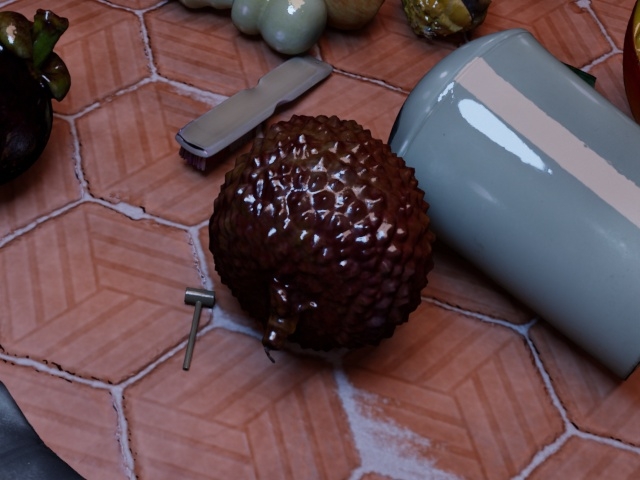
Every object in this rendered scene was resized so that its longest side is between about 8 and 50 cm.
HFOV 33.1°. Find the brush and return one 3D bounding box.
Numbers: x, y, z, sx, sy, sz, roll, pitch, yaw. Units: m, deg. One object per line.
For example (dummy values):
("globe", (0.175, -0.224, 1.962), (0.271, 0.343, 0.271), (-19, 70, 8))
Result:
("brush", (-0.087, -0.184, 1.504), (0.060, 0.050, 0.321), (30, 42, 17))

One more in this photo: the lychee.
("lychee", (0.000, 0.000, 1.217), (0.264, 0.264, 0.300), (19, 58, 4))

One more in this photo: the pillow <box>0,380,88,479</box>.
("pillow", (-0.334, 0.239, 1.038), (0.250, 0.106, 0.186), (39, 60, 23))

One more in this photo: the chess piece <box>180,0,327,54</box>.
("chess piece", (-0.103, -0.368, 1.599), (0.251, 0.144, 0.144), (35, 51, 12))

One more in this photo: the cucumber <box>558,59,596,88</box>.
("cucumber", (0.355, -0.241, 1.641), (0.115, 0.062, 0.116), (27, 51, 6))

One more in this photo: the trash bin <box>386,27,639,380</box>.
("trash bin", (0.284, -0.059, 1.330), (0.432, 0.280, 0.280), (41, 53, 18))

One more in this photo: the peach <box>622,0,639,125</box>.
("peach", (0.599, -0.214, 1.558), (0.306, 0.242, 0.380), (-20, 68, -2))

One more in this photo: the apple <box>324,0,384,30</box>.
("apple", (0.041, -0.392, 1.645), (0.131, 0.146, 0.146), (45, 51, -5))

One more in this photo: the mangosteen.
("mangosteen", (-0.409, -0.185, 1.292), (0.265, 0.228, 0.228), (-37, 61, -1))

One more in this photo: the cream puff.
("cream puff", (0.187, -0.399, 1.685), (0.189, 0.129, 0.189), (33, 47, -45))

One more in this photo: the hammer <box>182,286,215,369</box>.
("hammer", (-0.149, 0.104, 1.259), (0.035, 0.019, 0.110), (10, 54, -4))
